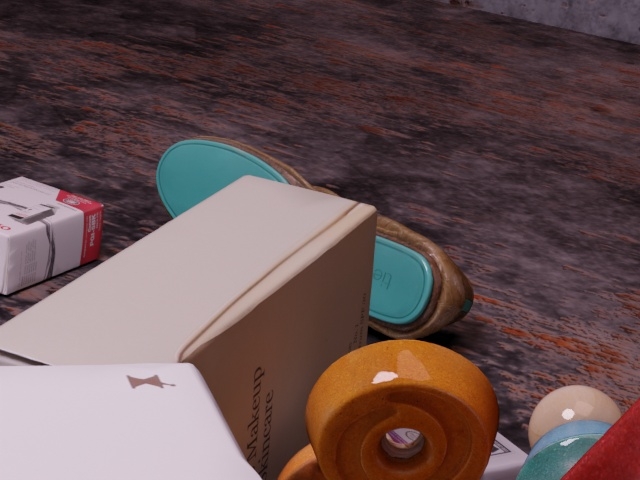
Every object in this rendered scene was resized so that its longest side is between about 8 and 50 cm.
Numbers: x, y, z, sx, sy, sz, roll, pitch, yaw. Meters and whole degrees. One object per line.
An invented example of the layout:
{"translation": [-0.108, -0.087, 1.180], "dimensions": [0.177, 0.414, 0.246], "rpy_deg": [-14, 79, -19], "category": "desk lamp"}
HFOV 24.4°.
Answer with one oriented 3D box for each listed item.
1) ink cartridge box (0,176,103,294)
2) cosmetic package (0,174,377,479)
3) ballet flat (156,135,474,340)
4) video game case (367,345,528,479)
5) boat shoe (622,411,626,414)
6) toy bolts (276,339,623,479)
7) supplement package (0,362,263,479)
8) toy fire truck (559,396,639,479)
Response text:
{"translation": [-0.271, -0.007, 1.308], "dimensions": [0.099, 0.056, 0.135], "rpy_deg": [18, 21, 23], "category": "ink cartridge box"}
{"translation": [-0.080, 0.085, 0.933], "dimensions": [0.113, 0.160, 0.309], "rpy_deg": [14, 26, 21], "category": "cosmetic package"}
{"translation": [0.000, 0.000, 1.350], "dimensions": [0.342, 0.116, 0.124], "rpy_deg": [22, 4, 34], "category": "ballet flat"}
{"translation": [0.024, 0.135, 1.083], "dimensions": [0.183, 0.023, 0.201], "rpy_deg": [-4, 24, -32], "category": "video game case"}
{"translation": [0.232, 0.182, 0.922], "dimensions": [0.103, 0.113, 0.302], "rpy_deg": [7, 9, 2], "category": "boat shoe"}
{"translation": [0.087, 0.119, 0.848], "dimensions": [0.228, 0.218, 0.158], "rpy_deg": [4, 31, -1], "category": "toy bolts"}
{"translation": [-0.114, 0.201, 0.429], "dimensions": [0.175, 0.293, 0.177], "rpy_deg": [2, 20, -19], "category": "supplement package"}
{"translation": [0.209, 0.185, 0.607], "dimensions": [0.169, 0.254, 0.302], "rpy_deg": [-9, 53, -44], "category": "toy fire truck"}
